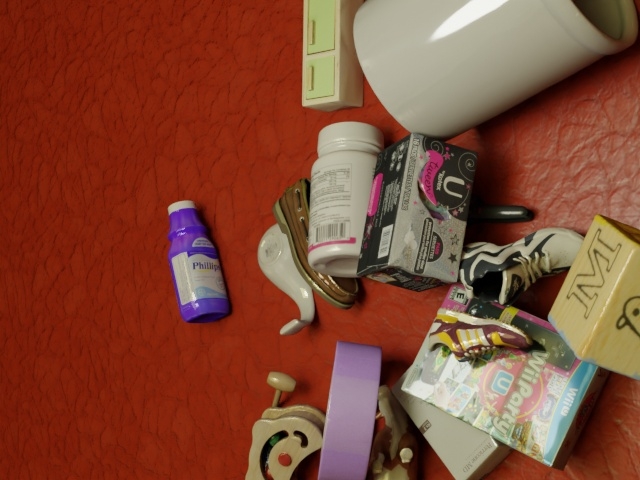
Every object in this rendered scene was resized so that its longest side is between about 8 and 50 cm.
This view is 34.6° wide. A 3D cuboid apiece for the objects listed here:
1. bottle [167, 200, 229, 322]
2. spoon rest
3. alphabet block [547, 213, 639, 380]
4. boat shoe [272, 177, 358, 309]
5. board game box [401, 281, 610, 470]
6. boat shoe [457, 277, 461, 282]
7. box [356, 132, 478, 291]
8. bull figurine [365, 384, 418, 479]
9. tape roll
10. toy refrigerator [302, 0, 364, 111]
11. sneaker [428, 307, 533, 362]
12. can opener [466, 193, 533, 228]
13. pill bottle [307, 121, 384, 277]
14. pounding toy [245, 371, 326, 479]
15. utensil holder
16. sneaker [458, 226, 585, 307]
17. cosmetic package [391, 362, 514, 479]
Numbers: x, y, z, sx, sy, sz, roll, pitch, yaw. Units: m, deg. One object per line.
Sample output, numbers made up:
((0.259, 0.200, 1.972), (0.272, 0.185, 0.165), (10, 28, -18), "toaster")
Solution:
((-0.292, 0.048, 2.377), (0.092, 0.118, 0.283), (-27, 69, 36), "bottle")
((-0.069, 0.081, 2.226), (0.137, 0.084, 0.276), (-36, 52, 31), "spoon rest")
((0.500, 0.096, 1.619), (0.193, 0.192, 0.197), (-106, 36, -73), "alphabet block")
((0.000, 0.000, 2.140), (0.104, 0.111, 0.307), (-48, 59, 28), "boat shoe")
((0.328, 0.232, 1.799), (0.303, 0.097, 0.224), (24, 86, 30), "board game box")
((0.211, 0.009, 1.992), (0.206, 0.065, 0.075), (48, 116, 32), "boat shoe")
((0.177, -0.046, 1.868), (0.163, 0.142, 0.247), (155, 127, -69), "box")
((0.135, 0.439, 1.968), (0.101, 0.188, 0.310), (3, 97, 9), "bull figurine")
((0.055, 0.333, 1.965), (0.090, 0.275, 0.275), (9, 93, 2), "tape roll")
((0.025, -0.415, 2.164), (0.102, 0.094, 0.269), (-2, 86, 40), "toy refrigerator")
((0.272, 0.175, 1.754), (0.185, 0.069, 0.084), (11, 76, 39), "sneaker")
((0.306, -0.052, 1.921), (0.186, 0.059, 0.073), (4, 89, 40), "can opener")
((0.059, -0.081, 2.044), (0.160, 0.160, 0.283), (-14, 64, 38), "pill bottle")
((-0.054, 0.415, 2.180), (0.154, 0.155, 0.269), (13, 106, 12), "pounding toy")
((0.297, -0.389, 1.792), (0.385, 0.327, 0.327), (-29, 69, 38), "utensil holder")
((0.352, 0.056, 1.773), (0.235, 0.153, 0.094), (-3, 120, 9), "sneaker")
((0.249, 0.329, 1.923), (0.117, 0.085, 0.231), (-53, 56, 23), "cosmetic package")
